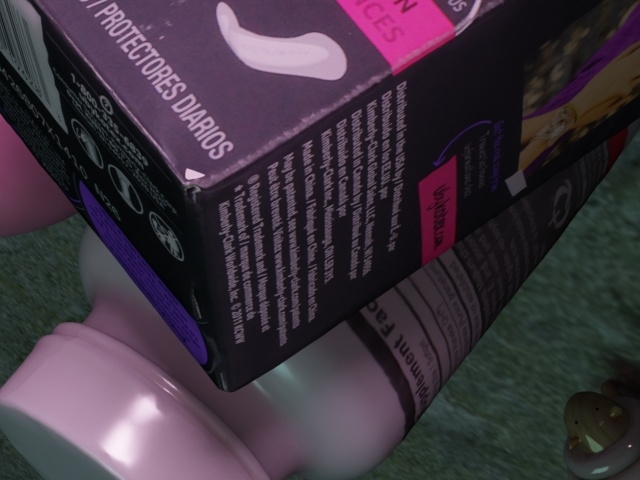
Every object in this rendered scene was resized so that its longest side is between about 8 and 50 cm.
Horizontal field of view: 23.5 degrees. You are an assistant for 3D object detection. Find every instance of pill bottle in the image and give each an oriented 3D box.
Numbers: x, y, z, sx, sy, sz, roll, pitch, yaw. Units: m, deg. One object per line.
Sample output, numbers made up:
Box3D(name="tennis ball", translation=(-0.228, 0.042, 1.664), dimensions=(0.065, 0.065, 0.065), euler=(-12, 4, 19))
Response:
Box3D(name="pill bottle", translation=(0.000, 0.000, 0.725), dimensions=(0.176, 0.318, 0.176), euler=(34, 157, 16))

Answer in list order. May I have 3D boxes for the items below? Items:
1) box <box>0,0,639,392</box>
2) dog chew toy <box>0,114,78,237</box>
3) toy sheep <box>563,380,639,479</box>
Box3D(name="box", translation=(0.027, -0.104, 0.520), dimensions=(0.165, 0.270, 0.143), euler=(49, 161, 22))
Box3D(name="dog chew toy", translation=(-0.107, -0.150, 0.686), dimensions=(0.332, 0.206, 0.206), euler=(-40, 103, 22))
Box3D(name="toy sheep", translation=(0.201, 0.145, 0.988), dimensions=(0.132, 0.091, 0.091), euler=(44, 157, -19))
